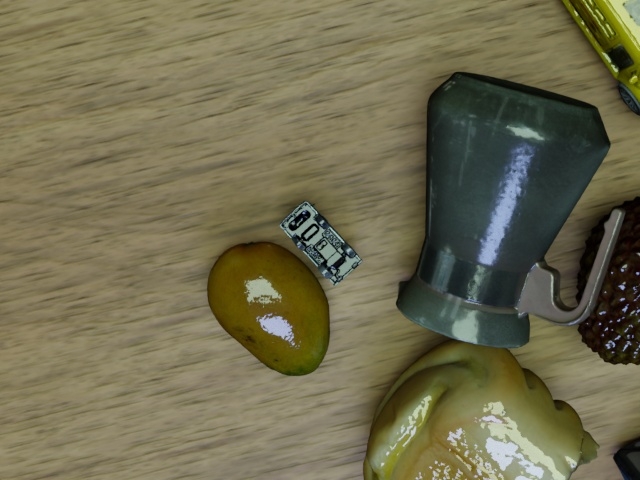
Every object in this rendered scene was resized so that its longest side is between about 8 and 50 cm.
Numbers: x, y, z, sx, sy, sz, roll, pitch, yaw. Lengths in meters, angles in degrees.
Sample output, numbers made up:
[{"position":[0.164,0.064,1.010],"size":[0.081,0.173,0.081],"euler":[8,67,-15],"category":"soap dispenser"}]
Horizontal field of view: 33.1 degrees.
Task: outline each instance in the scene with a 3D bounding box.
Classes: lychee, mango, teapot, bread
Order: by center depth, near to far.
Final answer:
[{"position":[0.261,-0.038,1.489],"size":[0.300,0.253,0.344],"euler":[22,107,29],"category":"teapot"},{"position":[0.471,0.059,1.520],"size":[0.236,0.236,0.271],"euler":[28,114,-4],"category":"lychee"},{"position":[0.211,0.295,1.558],"size":[0.270,0.211,0.316],"euler":[41,109,4],"category":"bread"},{"position":[-0.066,0.097,1.574],"size":[0.151,0.120,0.221],"euler":[-44,103,9],"category":"mango"}]

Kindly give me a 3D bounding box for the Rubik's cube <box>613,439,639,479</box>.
[{"position":[0.637,0.417,1.540],"size":[0.310,0.305,0.307],"euler":[-25,100,1],"category":"Rubik's cube"}]

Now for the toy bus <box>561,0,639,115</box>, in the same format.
[{"position":[0.431,-0.328,1.486],"size":[0.144,0.152,0.330],"euler":[-35,90,3],"category":"toy bus"}]

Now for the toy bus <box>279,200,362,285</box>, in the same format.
[{"position":[0.000,0.000,1.580],"size":[0.060,0.075,0.123],"euler":[-42,96,5],"category":"toy bus"}]
